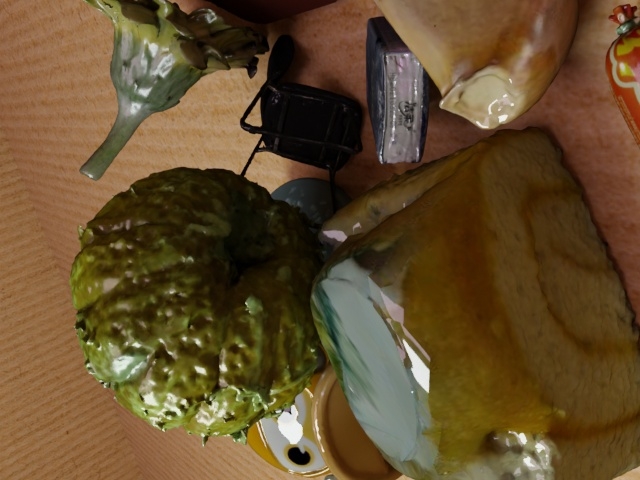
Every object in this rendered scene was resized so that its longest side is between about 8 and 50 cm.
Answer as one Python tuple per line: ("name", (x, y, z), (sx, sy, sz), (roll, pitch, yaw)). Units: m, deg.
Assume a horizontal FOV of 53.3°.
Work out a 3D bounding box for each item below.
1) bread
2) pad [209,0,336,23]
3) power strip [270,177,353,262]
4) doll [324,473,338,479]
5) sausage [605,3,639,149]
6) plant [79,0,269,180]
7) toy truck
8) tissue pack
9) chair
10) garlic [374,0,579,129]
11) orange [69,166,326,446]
("bread", (0.149, 0.114, 0.640), (0.239, 0.264, 0.395), (-16, 98, 52))
("pad", (-0.122, -0.307, 0.697), (0.181, 0.267, 0.004), (5, 81, 48))
("power strip", (0.000, 0.000, 0.888), (0.137, 0.044, 0.216), (-40, 60, 25))
("doll", (0.096, 0.533, 1.154), (0.155, 0.113, 0.275), (-18, 91, 48))
("sausage", (0.289, -0.063, 0.488), (0.083, 0.083, 0.264), (-29, 89, 57))
("plant", (-0.196, -0.231, 0.840), (0.261, 0.306, 0.297), (-1, 81, 15))
("toy truck", (0.033, 0.199, 0.864), (0.211, 0.288, 0.204), (13, 123, 64))
("tissue pack", (0.075, -0.160, 0.659), (0.156, 0.051, 0.112), (-93, 0, -60))
("chair", (-0.022, -0.149, 0.833), (0.145, 0.221, 0.140), (13, 137, -4))
("garlic", (0.115, -0.209, 0.544), (0.245, 0.164, 0.145), (54, 158, 24))
("orange", (-0.121, 0.058, 0.687), (0.300, 0.301, 0.223), (33, 138, -18))
